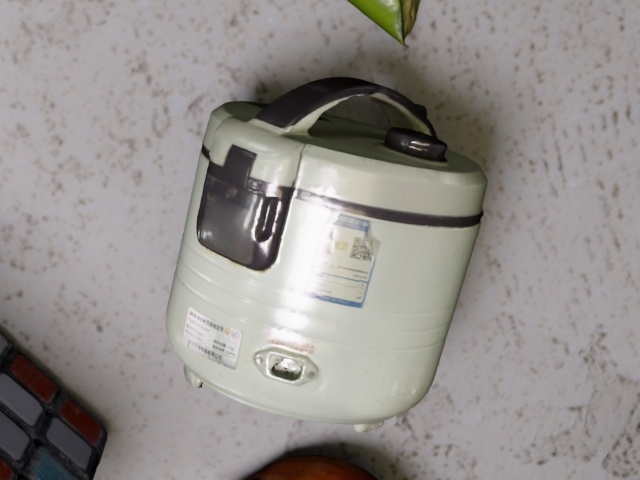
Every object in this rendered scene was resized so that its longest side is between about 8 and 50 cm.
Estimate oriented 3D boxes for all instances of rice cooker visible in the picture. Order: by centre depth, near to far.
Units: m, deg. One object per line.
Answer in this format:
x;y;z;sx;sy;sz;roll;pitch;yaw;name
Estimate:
0.000;0.000;0.776;0.226;0.226;0.244;14;106;-8;rice cooker

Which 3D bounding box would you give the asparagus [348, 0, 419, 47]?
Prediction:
-0.025;-0.253;0.789;0.277;0.060;0.067;34;89;-12;asparagus

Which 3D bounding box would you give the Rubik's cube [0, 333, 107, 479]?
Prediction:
-0.366;0.196;0.754;0.287;0.292;0.293;-43;101;7;Rubik's cube

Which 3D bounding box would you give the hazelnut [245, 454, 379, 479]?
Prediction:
-0.023;0.274;0.875;0.178;0.178;0.204;37;93;-12;hazelnut
